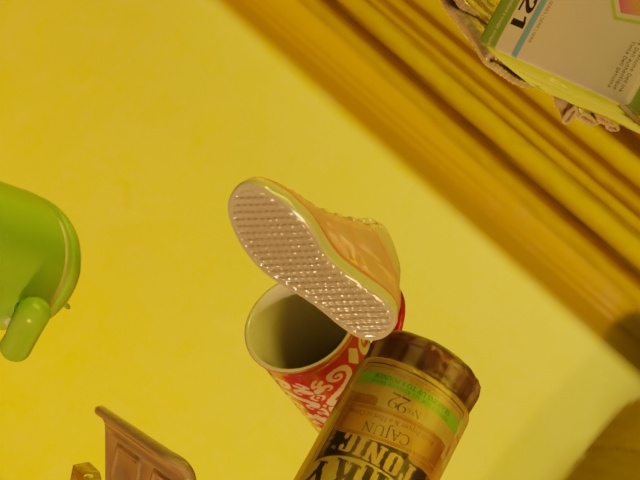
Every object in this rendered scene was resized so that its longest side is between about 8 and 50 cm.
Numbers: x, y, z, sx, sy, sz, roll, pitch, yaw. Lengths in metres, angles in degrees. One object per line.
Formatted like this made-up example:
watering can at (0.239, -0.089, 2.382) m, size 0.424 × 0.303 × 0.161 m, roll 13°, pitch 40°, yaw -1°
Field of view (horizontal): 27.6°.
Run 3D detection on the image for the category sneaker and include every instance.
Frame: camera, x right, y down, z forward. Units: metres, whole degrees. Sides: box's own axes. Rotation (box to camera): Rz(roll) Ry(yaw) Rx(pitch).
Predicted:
sneaker at (0.000, 0.000, 0.832) m, size 0.051 × 0.134 × 0.070 m, roll -40°, pitch 15°, yaw 31°

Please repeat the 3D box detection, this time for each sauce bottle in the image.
sauce bottle at (0.017, 0.236, 1.056) m, size 0.344 × 0.111 × 0.111 m, roll -61°, pitch -3°, yaw -27°

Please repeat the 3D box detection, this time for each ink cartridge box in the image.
ink cartridge box at (0.270, -0.160, 0.895) m, size 0.097 × 0.255 × 0.189 m, roll 23°, pitch -84°, yaw -52°

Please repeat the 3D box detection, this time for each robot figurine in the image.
robot figurine at (-0.154, 0.005, 0.587) m, size 0.067 × 0.101 × 0.115 m, roll -32°, pitch -21°, yaw 15°

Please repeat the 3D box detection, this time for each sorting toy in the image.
sorting toy at (-0.179, 0.278, 1.275) m, size 0.041 × 0.229 × 0.307 m, roll -8°, pitch 11°, yaw -28°

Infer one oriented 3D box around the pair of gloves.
pair of gloves at (0.214, -0.205, 1.392) m, size 0.240 × 0.204 × 0.042 m, roll 19°, pitch -54°, yaw -40°

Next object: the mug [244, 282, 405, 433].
mug at (0.024, 0.121, 1.296) m, size 0.150 × 0.113 × 0.169 m, roll -16°, pitch -41°, yaw 11°
